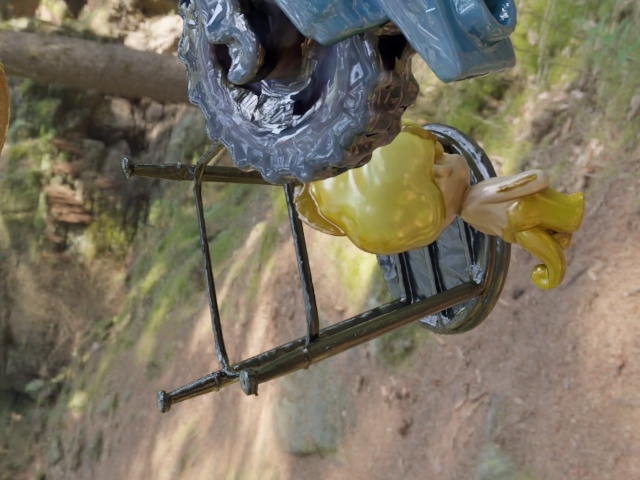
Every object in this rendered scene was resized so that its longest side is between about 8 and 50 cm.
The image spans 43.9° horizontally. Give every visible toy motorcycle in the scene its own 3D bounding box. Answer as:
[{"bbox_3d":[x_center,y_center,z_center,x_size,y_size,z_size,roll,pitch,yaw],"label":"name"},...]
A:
[{"bbox_3d":[-0.029,-0.236,0.322,0.232,0.172,0.415,-18,90,42],"label":"toy motorcycle"}]

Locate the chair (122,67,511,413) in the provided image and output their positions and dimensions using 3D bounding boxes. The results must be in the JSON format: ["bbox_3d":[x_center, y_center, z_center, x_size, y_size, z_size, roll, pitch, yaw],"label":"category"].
[{"bbox_3d":[0.000,0.000,1.056,0.362,0.410,0.364,-29,70,61],"label":"chair"}]

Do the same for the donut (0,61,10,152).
[{"bbox_3d":[-0.636,-0.185,1.136,0.449,0.198,0.448,-49,-31,-43],"label":"donut"}]

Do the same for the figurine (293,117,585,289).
[{"bbox_3d":[0.101,-0.037,0.699,0.156,0.247,0.131,84,-161,-60],"label":"figurine"}]
